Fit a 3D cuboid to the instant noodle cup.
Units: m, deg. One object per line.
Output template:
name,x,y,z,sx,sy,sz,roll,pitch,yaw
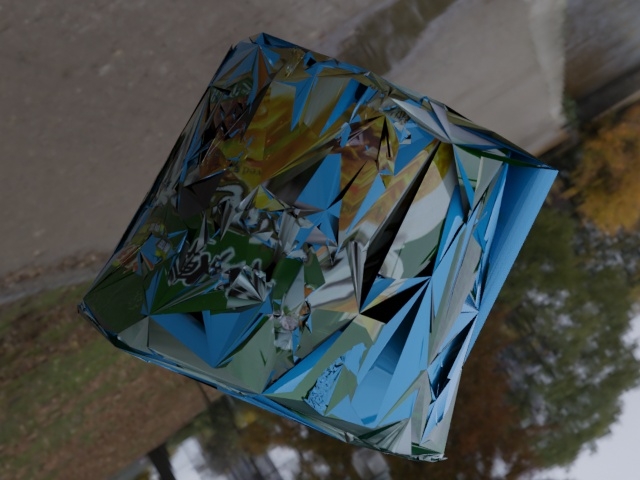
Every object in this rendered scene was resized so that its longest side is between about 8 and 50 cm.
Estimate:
instant noodle cup,0.000,0.000,0.585,0.240,0.240,0.178,47,66,-88
